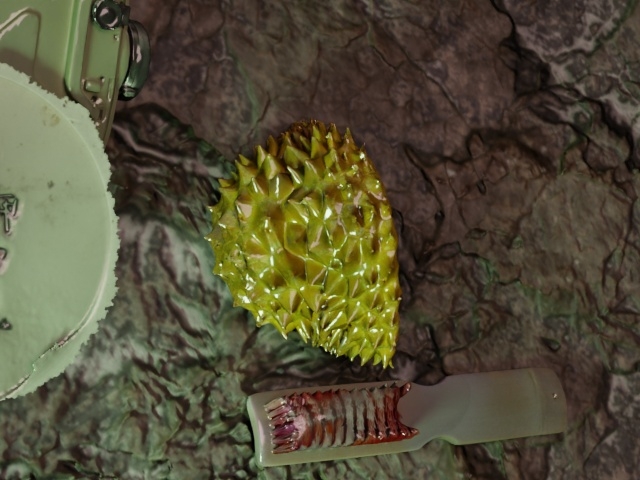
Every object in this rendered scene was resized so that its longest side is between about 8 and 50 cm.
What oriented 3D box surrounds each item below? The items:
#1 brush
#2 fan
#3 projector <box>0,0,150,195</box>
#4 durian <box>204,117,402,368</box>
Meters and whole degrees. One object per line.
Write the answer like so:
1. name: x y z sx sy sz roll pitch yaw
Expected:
1. brush: 0.087 0.139 1.380 0.321 0.050 0.060 -1 74 -36
2. fan: -0.240 0.085 1.122 0.233 0.012 0.414 -1 95 -32
3. projector: -0.215 -0.136 1.170 0.193 0.088 0.269 5 96 -34
4. durian: 0.001 -0.002 1.324 0.132 0.165 0.182 6 97 -65
